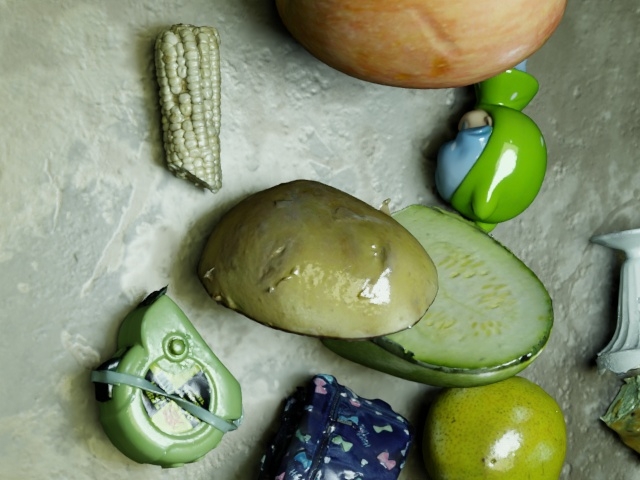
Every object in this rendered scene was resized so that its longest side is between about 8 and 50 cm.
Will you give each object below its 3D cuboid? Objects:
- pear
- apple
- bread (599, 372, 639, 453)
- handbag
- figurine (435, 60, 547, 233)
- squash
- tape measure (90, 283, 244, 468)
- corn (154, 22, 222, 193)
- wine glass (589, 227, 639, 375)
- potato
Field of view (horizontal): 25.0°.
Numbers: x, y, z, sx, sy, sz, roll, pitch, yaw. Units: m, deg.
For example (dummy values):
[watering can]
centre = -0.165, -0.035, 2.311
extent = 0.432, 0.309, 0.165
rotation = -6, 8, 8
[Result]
[pear]
centre = 0.224, 0.267, 1.876
extent = 0.198, 0.198, 0.198
rotation = 0, 89, -21
[apple]
centre = 0.105, -0.372, 1.741
extent = 0.346, 0.391, 0.392
rotation = -13, 94, -1
[bread]
centre = 0.518, 0.298, 2.033
extent = 0.269, 0.087, 0.098
rotation = 41, 75, -15
[handbag]
centre = 0.010, 0.286, 1.787
extent = 0.162, 0.113, 0.260
rotation = 30, 46, -8
[figurine]
centre = 0.234, -0.144, 1.902
extent = 0.143, 0.162, 0.263
rotation = 12, 77, 5
[squash]
centre = 0.142, 0.077, 1.774
extent = 0.233, 0.309, 0.210
rotation = -23, 97, -20
[tape measure]
centre = -0.189, 0.187, 1.757
extent = 0.200, 0.106, 0.175
rotation = 52, 59, -15
[corn]
centre = -0.163, -0.162, 1.785
extent = 0.087, 0.087, 0.211
rotation = -1, 93, -21
[wine glass]
centre = 0.443, 0.082, 1.977
extent = 0.164, 0.165, 0.197
rotation = -9, 86, -21
[potato]
centre = 0.000, 0.000, 1.741
extent = 0.239, 0.299, 0.116
rotation = -50, 151, -49
